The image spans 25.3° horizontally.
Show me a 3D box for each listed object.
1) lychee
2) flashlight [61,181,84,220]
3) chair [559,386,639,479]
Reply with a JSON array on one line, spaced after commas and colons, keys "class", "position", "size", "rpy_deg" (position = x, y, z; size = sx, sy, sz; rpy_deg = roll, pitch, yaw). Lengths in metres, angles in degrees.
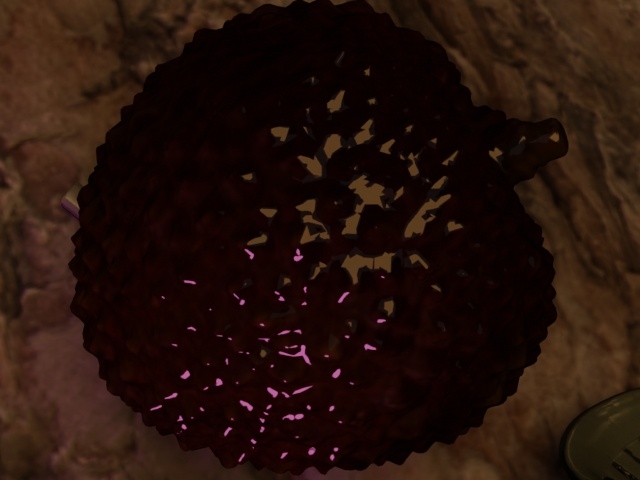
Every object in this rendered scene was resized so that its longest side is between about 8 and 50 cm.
[{"class": "lychee", "position": [0.000, 0.000, 0.821], "size": [0.304, 0.276, 0.276], "rpy_deg": [-23, 75, 11]}, {"class": "flashlight", "position": [-0.131, -0.005, 0.928], "size": [0.083, 0.018, 0.018], "rpy_deg": [37, 71, 5]}, {"class": "chair", "position": [0.288, 0.183, 0.818], "size": [0.203, 0.190, 0.275], "rpy_deg": [-16, 73, -40]}]
